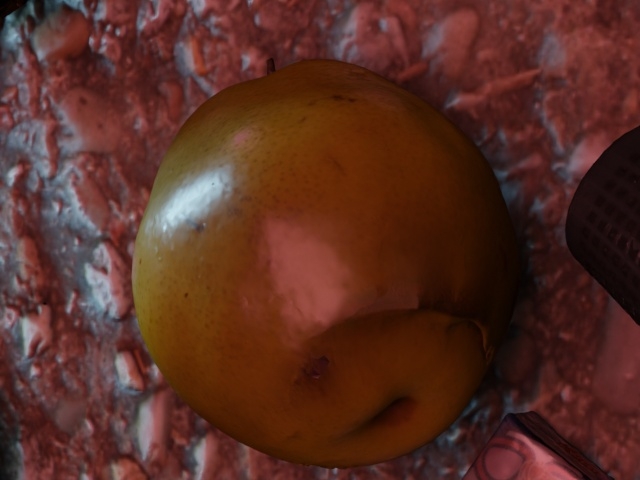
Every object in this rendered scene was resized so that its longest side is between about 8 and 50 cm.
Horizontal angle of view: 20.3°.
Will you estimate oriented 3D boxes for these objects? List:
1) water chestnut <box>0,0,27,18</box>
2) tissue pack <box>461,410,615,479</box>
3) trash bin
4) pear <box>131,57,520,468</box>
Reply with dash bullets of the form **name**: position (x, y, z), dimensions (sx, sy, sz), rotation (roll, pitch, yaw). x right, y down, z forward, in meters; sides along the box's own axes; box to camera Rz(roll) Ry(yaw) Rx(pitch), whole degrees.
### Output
- **water chestnut**: position (-0.327, -0.318, 1.520), dimensions (0.300, 0.300, 0.300), rotation (-2, 86, 28)
- **tissue pack**: position (0.148, 0.220, 1.327), dimensions (0.115, 0.065, 0.155), rotation (40, 104, 22)
- **trash bin**: position (0.265, 0.002, 1.236), dimensions (0.161, 0.175, 0.175), rotation (42, 106, 36)
- **pear**: position (-0.009, 0.004, 1.309), dimensions (0.336, 0.285, 0.285), rotation (44, 106, 25)
